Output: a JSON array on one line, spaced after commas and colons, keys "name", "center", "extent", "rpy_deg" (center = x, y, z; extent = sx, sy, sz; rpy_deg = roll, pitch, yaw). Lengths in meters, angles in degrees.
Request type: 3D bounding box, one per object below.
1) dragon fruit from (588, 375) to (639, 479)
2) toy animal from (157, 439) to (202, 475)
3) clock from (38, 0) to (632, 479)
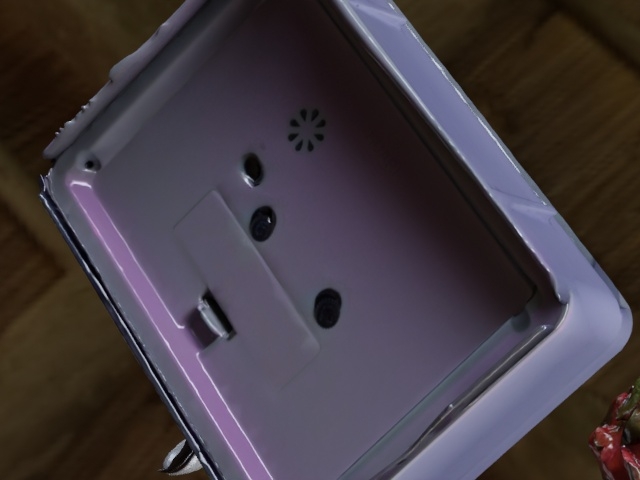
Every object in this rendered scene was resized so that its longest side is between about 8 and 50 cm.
[{"name": "dragon fruit", "center": [0.279, 0.138, 1.332], "extent": [0.166, 0.172, 0.160], "rpy_deg": [54, 3, -35]}, {"name": "toy animal", "center": [-0.013, 0.056, 1.110], "extent": [0.181, 0.127, 0.131], "rpy_deg": [-36, -70, 22]}, {"name": "clock", "center": [0.000, -0.001, 0.704], "extent": [0.144, 0.073, 0.193], "rpy_deg": [-44, -119, 17]}]
